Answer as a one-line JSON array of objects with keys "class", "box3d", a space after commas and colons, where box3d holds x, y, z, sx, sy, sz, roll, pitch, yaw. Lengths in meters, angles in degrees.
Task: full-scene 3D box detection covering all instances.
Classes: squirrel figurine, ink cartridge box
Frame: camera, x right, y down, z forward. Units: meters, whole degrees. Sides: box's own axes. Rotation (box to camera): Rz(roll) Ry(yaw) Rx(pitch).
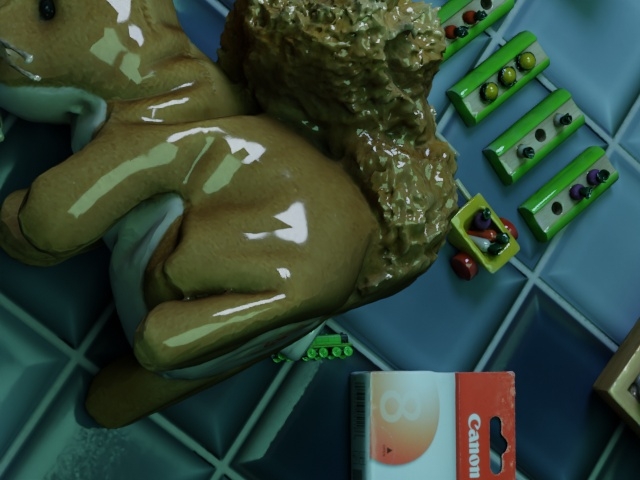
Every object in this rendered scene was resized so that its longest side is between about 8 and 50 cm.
[{"class": "squirrel figurine", "box3d": [-0.088, -0.096, 1.587, 0.397, 0.281, 0.370, -24, 81, -13]}, {"class": "ink cartridge box", "box3d": [0.113, 0.193, 1.784, 0.179, 0.045, 0.145, 1, 86, -24]}]

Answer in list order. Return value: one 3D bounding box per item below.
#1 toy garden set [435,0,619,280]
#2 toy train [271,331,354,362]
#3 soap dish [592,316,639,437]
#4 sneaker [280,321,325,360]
[{"class": "toy garden set", "box3d": [0.163, -0.102, 1.827, 0.204, 0.049, 0.244, -39, 103, -24]}, {"class": "toy train", "box3d": [-0.008, 0.096, 1.744, 0.083, 0.017, 0.024, -2, 77, -27]}, {"class": "soap dish", "box3d": [0.417, 0.114, 1.902, 0.229, 0.118, 0.291, 45, 69, -17]}, {"class": "sneaker", "box3d": [0.000, 0.000, 1.730, 0.094, 0.080, 0.212, 34, 66, 3]}]
